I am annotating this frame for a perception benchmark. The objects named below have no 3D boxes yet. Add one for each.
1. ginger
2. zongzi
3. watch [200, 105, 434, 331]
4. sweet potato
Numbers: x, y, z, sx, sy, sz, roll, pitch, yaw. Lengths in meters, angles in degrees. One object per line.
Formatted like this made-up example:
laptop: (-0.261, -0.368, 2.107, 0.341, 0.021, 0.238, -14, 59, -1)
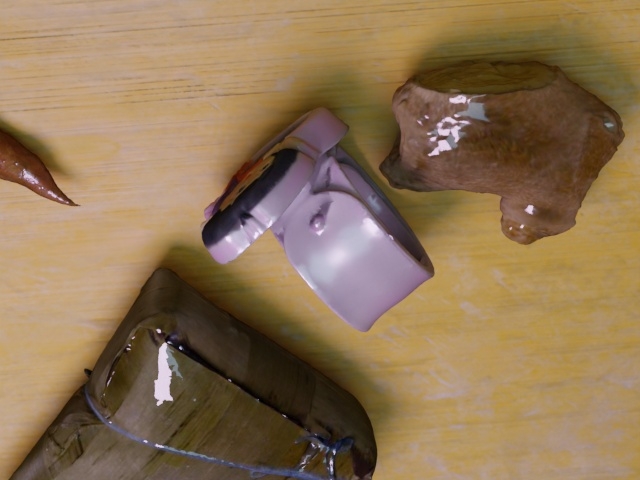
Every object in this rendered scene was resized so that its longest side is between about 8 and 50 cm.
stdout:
ginger: (0.201, -0.097, 1.697, 0.276, 0.130, 0.221, -9, 121, 6)
zongzi: (-0.154, 0.273, 1.797, 0.356, 0.174, 0.393, 33, 107, -19)
watch: (0.000, 0.000, 1.659, 0.196, 0.244, 0.231, -37, 102, 10)
sweet potato: (-0.350, -0.091, 1.699, 0.195, 0.056, 0.056, 31, 107, -6)
